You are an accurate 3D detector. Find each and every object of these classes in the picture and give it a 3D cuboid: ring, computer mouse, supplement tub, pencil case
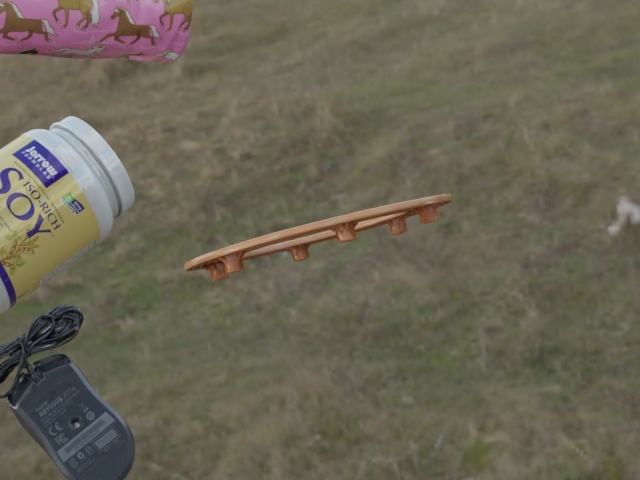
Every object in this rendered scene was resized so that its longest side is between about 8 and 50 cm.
[{"bbox_3d":[0.000,0.000,1.552,0.337,0.032,0.336,-14,-3,-1],"label":"ring"},{"bbox_3d":[-0.378,0.248,1.904,0.188,0.272,0.072,-34,3,-21],"label":"computer mouse"},{"bbox_3d":[-0.521,-0.048,2.265,0.331,0.241,0.241,-39,31,-25],"label":"supplement tub"},{"bbox_3d":[-0.364,-0.317,1.765,0.386,0.160,0.167,-6,39,-33],"label":"pencil case"}]
